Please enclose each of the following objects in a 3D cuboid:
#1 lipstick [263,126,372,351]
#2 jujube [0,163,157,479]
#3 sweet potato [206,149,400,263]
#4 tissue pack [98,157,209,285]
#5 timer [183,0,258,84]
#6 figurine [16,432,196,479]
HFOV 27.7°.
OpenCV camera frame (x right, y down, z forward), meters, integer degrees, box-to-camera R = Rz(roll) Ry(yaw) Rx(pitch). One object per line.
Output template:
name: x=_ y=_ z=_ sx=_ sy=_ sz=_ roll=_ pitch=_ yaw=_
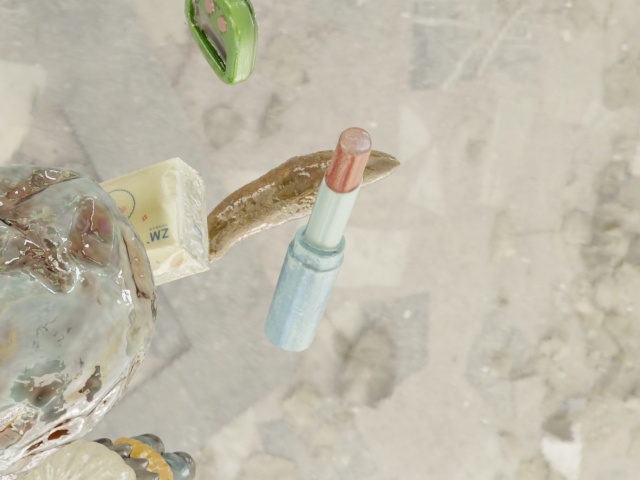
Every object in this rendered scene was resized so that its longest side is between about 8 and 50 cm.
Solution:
lipstick: x=0.000 y=0.000 z=1.392 sx=0.068 sy=0.061 sz=0.274 roll=-46 pitch=160 yaw=-53
jujube: x=-0.262 y=0.074 z=1.031 sx=0.215 sy=0.308 sz=0.246 roll=43 pitch=50 yaw=-21
sweet potato: x=-0.038 y=-0.074 z=2.021 sx=0.342 sy=0.114 sz=0.092 roll=-24 pitch=129 yaw=10
tissue pack: x=-0.252 y=-0.012 z=1.755 sx=0.092 sy=0.196 sz=0.148 roll=40 pitch=38 yaw=-55
timer: x=-0.121 y=-0.268 z=1.590 sx=0.047 sy=0.140 sz=0.128 roll=-21 pitch=150 yaw=-22
figurine: x=-0.278 y=0.321 z=1.688 sx=0.332 sy=0.185 sz=0.204 roll=-36 pitch=147 yaw=-58
